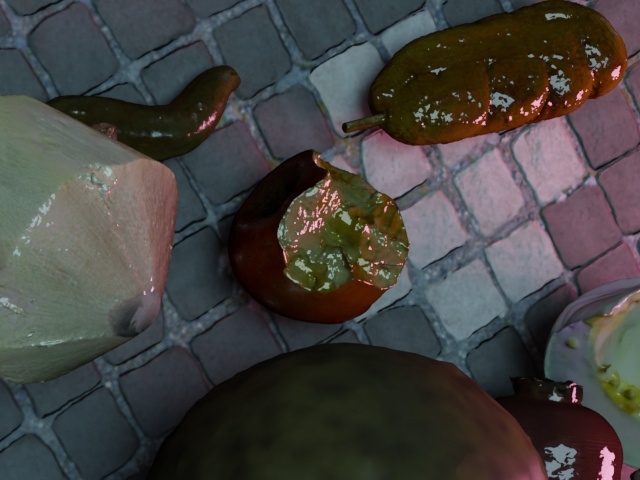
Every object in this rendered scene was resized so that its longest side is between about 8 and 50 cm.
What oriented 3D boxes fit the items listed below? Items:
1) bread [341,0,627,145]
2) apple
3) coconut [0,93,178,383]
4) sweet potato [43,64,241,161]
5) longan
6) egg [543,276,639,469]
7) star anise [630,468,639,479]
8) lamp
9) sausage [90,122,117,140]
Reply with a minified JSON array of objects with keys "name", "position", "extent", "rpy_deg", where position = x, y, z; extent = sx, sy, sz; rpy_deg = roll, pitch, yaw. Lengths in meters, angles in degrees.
[{"name":"bread","position":[0.167,-0.163,1.917],"extent":[0.344,0.084,0.124],"rpy_deg":[-19,71,-24]},{"name":"apple","position":[-0.002,0.005,1.795],"extent":[0.158,0.147,0.156],"rpy_deg":[42,38,-25]},{"name":"coconut","position":[-0.243,0.005,1.607],"extent":[0.244,0.239,0.239],"rpy_deg":[27,70,22]},{"name":"sweet potato","position":[-0.172,-0.114,1.774],"extent":[0.233,0.062,0.081],"rpy_deg":[-14,90,-27]},{"name":"longan","position":[0.023,0.278,1.647],"extent":[0.391,0.391,0.391],"rpy_deg":[2,84,-24]},{"name":"egg","position":[0.367,0.123,1.935],"extent":[0.271,0.206,0.162],"rpy_deg":[20,45,1]},{"name":"star anise","position":[0.378,0.317,1.940],"extent":[0.212,0.073,0.197],"rpy_deg":[31,113,-19]},{"name":"lamp","position":[0.208,0.264,1.853],"extent":[0.180,0.180,0.258],"rpy_deg":[12,85,-23]},{"name":"sausage","position":[-0.201,-0.042,1.734],"extent":[0.030,0.035,0.147],"rpy_deg":[2,120,8]}]
